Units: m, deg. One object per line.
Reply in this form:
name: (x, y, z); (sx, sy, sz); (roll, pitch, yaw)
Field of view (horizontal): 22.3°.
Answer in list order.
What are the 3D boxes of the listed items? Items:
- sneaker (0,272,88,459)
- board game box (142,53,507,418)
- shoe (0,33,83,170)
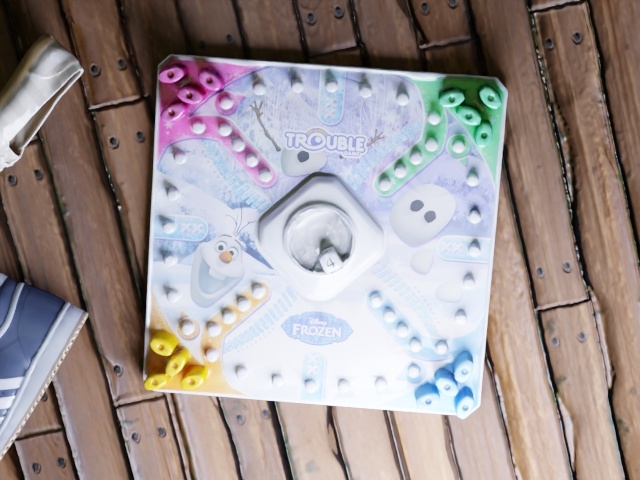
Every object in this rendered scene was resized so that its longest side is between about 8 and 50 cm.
sneaker: (-0.399, 0.164, 1.842); (0.153, 0.099, 0.282); (32, 94, -8)
board game box: (0.000, 0.000, 1.816); (0.390, 0.050, 0.390); (4, 101, 2)
shoe: (-0.343, -0.126, 1.797); (0.058, 0.076, 0.219); (37, 98, 1)
